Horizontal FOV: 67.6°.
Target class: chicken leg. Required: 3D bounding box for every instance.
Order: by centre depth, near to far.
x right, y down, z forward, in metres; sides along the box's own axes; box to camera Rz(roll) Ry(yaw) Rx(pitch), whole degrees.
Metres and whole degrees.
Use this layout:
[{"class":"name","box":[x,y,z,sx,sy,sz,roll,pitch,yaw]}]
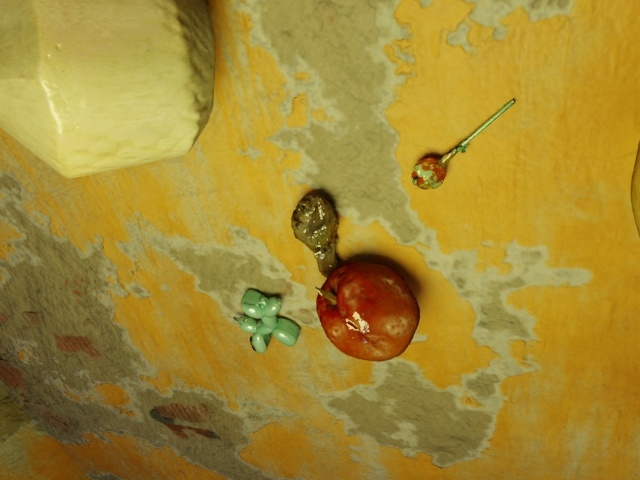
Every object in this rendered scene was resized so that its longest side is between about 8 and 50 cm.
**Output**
[{"class":"chicken leg","box":[-0.001,-0.002,0.873,0.084,0.069,0.198,-17,131,3]}]

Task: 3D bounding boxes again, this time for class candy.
[{"class":"candy","box":[0.207,-0.138,0.701,0.055,0.049,0.184,19,134,-38]}]

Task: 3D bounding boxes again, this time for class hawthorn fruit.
[{"class":"hawthorn fruit","box":[0.072,0.119,0.852,0.200,0.179,0.179,28,137,-36]}]

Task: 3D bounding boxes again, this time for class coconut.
[{"class":"coconut","box":[-0.303,-0.227,0.612,0.328,0.329,0.329,10,131,12]}]

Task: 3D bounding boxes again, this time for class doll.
[{"class":"doll","box":[-0.122,0.177,1.062,0.159,0.059,0.159,-26,116,36]}]

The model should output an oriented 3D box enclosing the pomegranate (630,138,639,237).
[{"class":"pomegranate","box":[0.495,-0.090,0.416,0.415,0.417,0.417,10,131,12]}]
